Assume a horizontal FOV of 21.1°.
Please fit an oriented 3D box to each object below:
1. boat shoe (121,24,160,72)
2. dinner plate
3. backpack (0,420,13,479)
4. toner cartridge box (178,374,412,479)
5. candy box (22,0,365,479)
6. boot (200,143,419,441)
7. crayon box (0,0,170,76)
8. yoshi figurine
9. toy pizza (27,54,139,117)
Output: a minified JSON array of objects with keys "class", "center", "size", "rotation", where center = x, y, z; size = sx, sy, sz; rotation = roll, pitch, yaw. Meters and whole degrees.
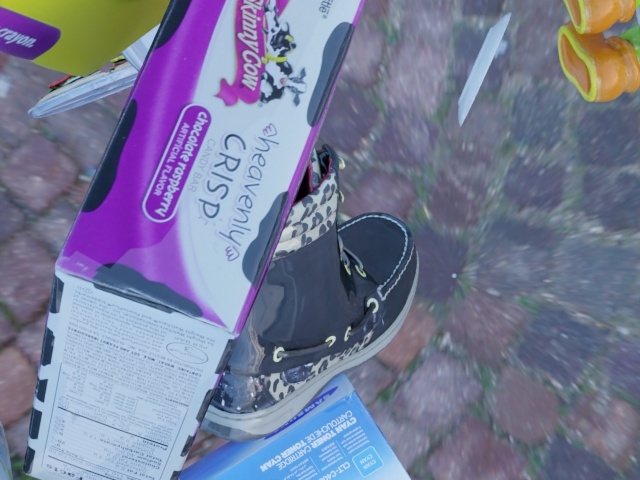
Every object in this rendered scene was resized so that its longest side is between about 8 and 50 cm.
[{"class":"boat shoe","center":[-0.132,-0.185,0.928],"size":[0.095,0.084,0.258],"rotation":[-34,112,-15]},{"class":"dinner plate","center":[0.181,-0.195,1.941],"size":[0.017,0.141,0.141],"rotation":[24,91,3]},{"class":"backpack","center":[-0.189,0.092,0.757],"size":[0.084,0.105,0.114],"rotation":[-25,125,6]},{"class":"toner cartridge box","center":[-0.080,0.286,1.588],"size":[0.348,0.075,0.165],"rotation":[-33,104,-3]},{"class":"candy box","center":[-0.057,0.004,0.703],"size":[0.071,0.233,0.159],"rotation":[21,63,-3]},{"class":"boot","center":[0.001,0.001,1.098],"size":[0.085,0.236,0.178],"rotation":[24,131,22]},{"class":"crayon box","center":[-0.054,-0.207,0.543],"size":[0.313,0.363,0.106],"rotation":[-36,77,11]},{"class":"yoshi figurine","center":[0.408,-0.275,1.701],"size":[0.362,0.203,0.203],"rotation":[-15,92,-3]},{"class":"toy pizza","center":[-0.243,-0.189,1.964],"size":[0.201,0.201,0.032],"rotation":[-21,94,4]}]
